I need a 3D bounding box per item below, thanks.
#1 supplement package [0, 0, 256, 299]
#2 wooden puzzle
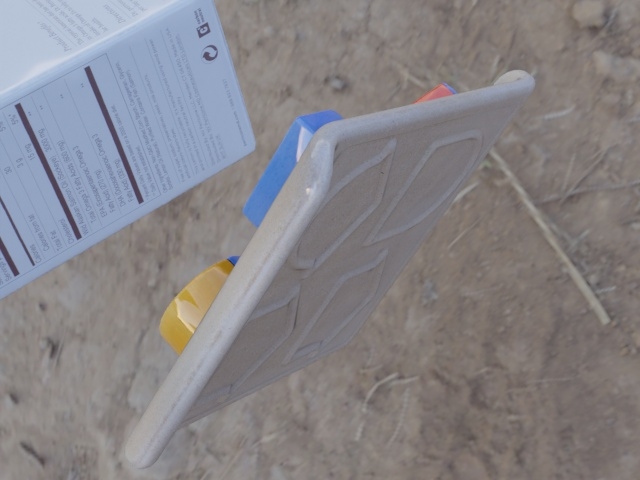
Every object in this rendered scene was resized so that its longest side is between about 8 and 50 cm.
[{"bbox_3d":[-0.142,-0.064,0.598,0.179,0.105,0.105,-32,45,-17],"label":"supplement package"},{"bbox_3d":[0.000,0.000,0.933,0.080,0.322,0.348,43,33,14],"label":"wooden puzzle"}]
